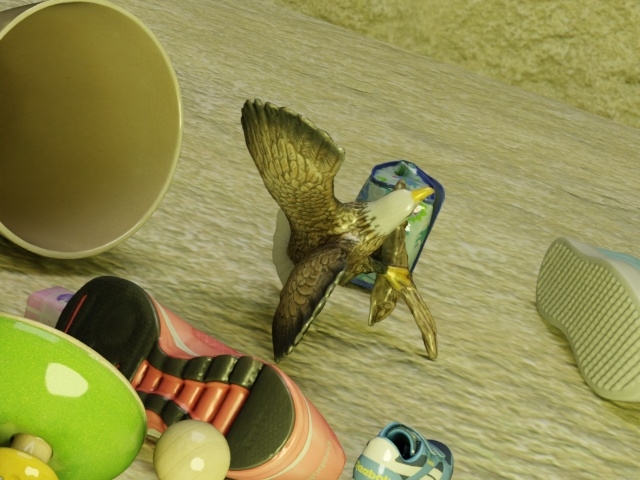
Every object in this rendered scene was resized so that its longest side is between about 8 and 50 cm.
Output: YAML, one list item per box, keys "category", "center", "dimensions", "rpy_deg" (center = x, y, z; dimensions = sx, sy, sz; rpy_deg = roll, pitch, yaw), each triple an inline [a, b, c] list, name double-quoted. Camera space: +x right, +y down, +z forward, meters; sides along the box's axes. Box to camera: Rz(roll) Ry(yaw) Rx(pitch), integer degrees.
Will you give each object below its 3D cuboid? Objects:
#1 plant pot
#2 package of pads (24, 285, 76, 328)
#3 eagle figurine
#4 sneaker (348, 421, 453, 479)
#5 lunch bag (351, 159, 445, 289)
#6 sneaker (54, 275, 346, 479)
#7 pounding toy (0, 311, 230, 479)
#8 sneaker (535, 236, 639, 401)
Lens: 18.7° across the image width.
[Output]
- category: "plant pot"
  center: [-0.322, -0.125, 1.994]
  dimensions: [0.256, 0.256, 0.274]
  rpy_deg: [4, 4, -40]
- category: "package of pads"
  center: [-0.222, 0.071, 1.765]
  dimensions: [0.083, 0.032, 0.050]
  rpy_deg: [24, 20, 20]
- category: "eagle figurine"
  center: [0.007, -0.008, 1.922]
  dimensions: [0.226, 0.225, 0.298]
  rpy_deg: [39, 17, 27]
- category: "sneaker"
  center: [0.077, 0.185, 1.657]
  dimensions: [0.053, 0.059, 0.144]
  rpy_deg: [23, 15, 25]
- category: "lunch bag"
  center: [0.077, -0.018, 2.212]
  dimensions: [0.096, 0.129, 0.151]
  rpy_deg: [22, 14, -2]
- category: "sneaker"
  center: [-0.105, 0.133, 1.606]
  dimensions: [0.314, 0.116, 0.136]
  rpy_deg: [27, -8, 42]
- category: "pounding toy"
  center: [-0.198, 0.156, 1.338]
  dimensions: [0.237, 0.183, 0.110]
  rpy_deg: [27, 53, -8]
- category: "sneaker"
  center: [0.358, 0.085, 2.166]
  dimensions: [0.150, 0.135, 0.366]
  rpy_deg: [11, 18, -12]
